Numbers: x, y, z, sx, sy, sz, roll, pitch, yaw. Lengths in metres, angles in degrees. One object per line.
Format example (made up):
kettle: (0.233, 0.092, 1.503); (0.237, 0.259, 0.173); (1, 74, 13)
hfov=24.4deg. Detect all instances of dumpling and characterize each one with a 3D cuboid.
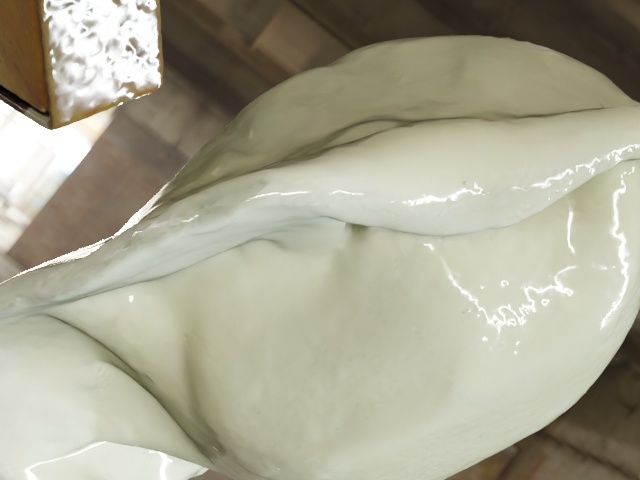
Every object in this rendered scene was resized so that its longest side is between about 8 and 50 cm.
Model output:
dumpling: (0.000, 0.000, 0.572); (0.243, 0.318, 0.187); (23, 39, -54)

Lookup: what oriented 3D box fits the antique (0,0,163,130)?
antique: (-0.152, -0.221, 0.799); (0.093, 0.087, 0.310); (31, -46, 38)
